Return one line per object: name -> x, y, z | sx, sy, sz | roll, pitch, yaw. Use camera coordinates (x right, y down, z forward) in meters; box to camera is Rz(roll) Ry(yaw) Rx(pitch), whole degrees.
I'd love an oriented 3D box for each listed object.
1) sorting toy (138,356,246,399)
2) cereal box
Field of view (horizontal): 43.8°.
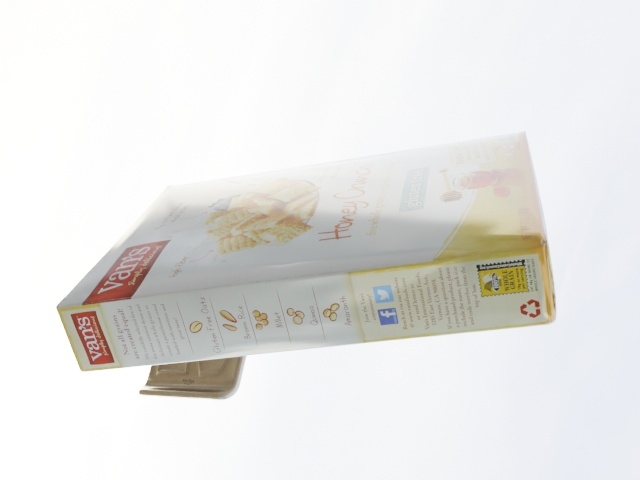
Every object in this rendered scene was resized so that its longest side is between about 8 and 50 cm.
sorting toy -> -0.143, 0.108, 1.031 | 0.193, 0.038, 0.208 | -9, -123, 45
cereal box -> 0.000, 0.000, 0.444 | 0.240, 0.047, 0.173 | -7, -157, 13
